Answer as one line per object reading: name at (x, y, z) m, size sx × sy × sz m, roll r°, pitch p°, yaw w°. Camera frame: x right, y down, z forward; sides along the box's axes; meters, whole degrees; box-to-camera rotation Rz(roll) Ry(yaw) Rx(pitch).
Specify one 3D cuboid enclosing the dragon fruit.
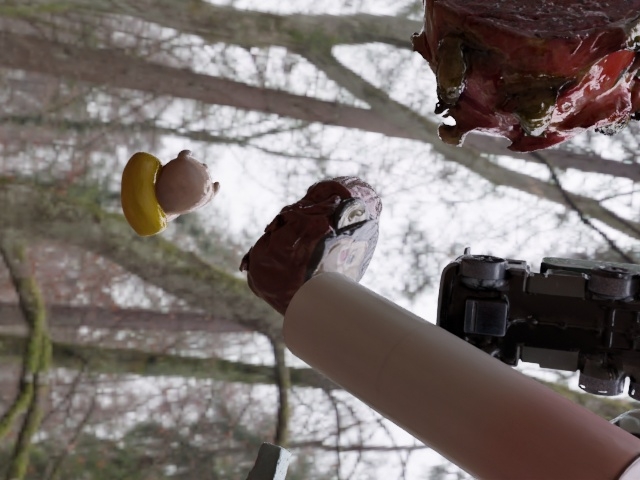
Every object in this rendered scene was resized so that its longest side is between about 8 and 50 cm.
dragon fruit at (0.198, -0.174, 0.904) m, size 0.282 × 0.211 × 0.147 m, roll 39°, pitch -32°, yaw 32°

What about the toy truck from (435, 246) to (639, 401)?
toy truck at (0.231, 0.066, 0.848) m, size 0.254 × 0.124 × 0.114 m, roll 6°, pitch -81°, yaw 12°

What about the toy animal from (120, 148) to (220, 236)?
toy animal at (-0.179, -0.062, 1.125) m, size 0.091 × 0.114 × 0.082 m, roll 59°, pitch 3°, yaw 1°

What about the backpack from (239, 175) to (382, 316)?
backpack at (0.002, 0.001, 1.374) m, size 0.139 × 0.229 × 0.229 m, roll 34°, pitch -60°, yaw 19°

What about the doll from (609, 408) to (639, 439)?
doll at (0.366, 0.221, 1.028) m, size 0.110 × 0.181 × 0.106 m, roll -149°, pitch -125°, yaw -64°

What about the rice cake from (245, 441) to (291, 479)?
rice cake at (-0.077, 0.287, 0.972) m, size 0.042 × 0.030 × 0.180 m, roll 9°, pitch -113°, yaw 30°

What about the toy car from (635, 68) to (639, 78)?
toy car at (0.417, -0.323, 1.162) m, size 0.226 × 0.242 × 0.336 m, roll -46°, pitch -178°, yaw 5°

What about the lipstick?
lipstick at (0.103, 0.122, 0.765) m, size 0.327 × 0.087 × 0.087 m, roll 28°, pitch -69°, yaw 43°
